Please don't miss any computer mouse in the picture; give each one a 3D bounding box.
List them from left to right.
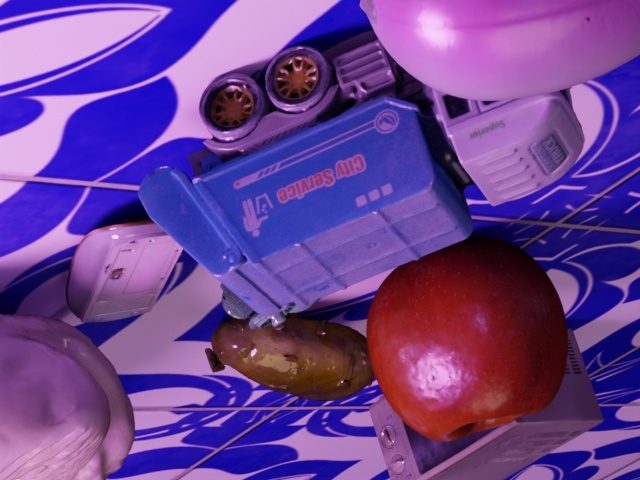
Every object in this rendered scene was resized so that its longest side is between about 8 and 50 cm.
[{"bbox_3d":[-0.182,0.022,1.848,0.102,0.045,0.199,-8,157,-21],"label":"computer mouse"}]

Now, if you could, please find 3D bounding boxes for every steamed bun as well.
[{"bbox_3d":[-0.362,0.191,1.872,0.339,0.247,0.352,-40,161,10],"label":"steamed bun"}]

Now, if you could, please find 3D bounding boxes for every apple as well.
[{"bbox_3d":[0.159,0.106,2.112,0.218,0.201,0.218,-16,166,-4],"label":"apple"}]

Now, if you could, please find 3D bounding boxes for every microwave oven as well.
[{"bbox_3d":[0.213,0.216,2.487,0.194,0.145,0.240,-1,153,-41],"label":"microwave oven"}]

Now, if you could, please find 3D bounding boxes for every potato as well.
[{"bbox_3d":[-0.027,0.127,2.161,0.225,0.090,0.117,15,148,-43],"label":"potato"}]

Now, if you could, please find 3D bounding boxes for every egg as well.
[{"bbox_3d":[0.159,-0.204,1.379,0.271,0.196,0.196,-24,162,-23],"label":"egg"}]

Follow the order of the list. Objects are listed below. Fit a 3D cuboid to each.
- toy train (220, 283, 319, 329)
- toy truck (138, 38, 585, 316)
[{"bbox_3d":[0.000,0.000,1.892,0.159,0.101,0.248,-20,165,-42],"label":"toy train"},{"bbox_3d":[0.037,-0.075,1.617,0.367,0.175,0.146,-24,155,12],"label":"toy truck"}]
